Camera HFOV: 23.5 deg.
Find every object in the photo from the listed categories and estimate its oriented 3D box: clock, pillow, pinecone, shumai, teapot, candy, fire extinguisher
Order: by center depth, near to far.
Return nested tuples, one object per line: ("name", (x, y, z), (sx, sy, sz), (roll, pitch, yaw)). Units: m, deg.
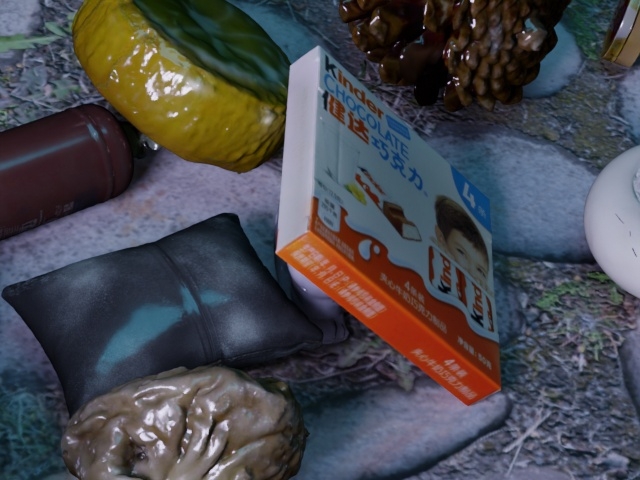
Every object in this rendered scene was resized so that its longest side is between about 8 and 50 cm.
("shumai", (-0.105, 0.204, 1.244), (0.206, 0.166, 0.175), (-17, 56, 16))
("pillow", (-0.146, 0.067, 1.400), (0.250, 0.106, 0.186), (-19, 50, -25))
("clock", (0.001, 0.000, 1.488), (0.080, 0.117, 0.176), (3, 44, -8))
("fire extinguisher", (-0.283, -0.072, 1.528), (0.344, 0.102, 0.138), (-24, 22, -30))
("teapot", (0.372, -0.042, 1.566), (0.208, 0.166, 0.299), (-8, 54, 13))
("candy", (-0.136, -0.179, 1.590), (0.260, 0.118, 0.260), (30, 23, -14))
("pinecone", (0.137, -0.272, 1.706), (0.264, 0.264, 0.264), (5, 45, -5))

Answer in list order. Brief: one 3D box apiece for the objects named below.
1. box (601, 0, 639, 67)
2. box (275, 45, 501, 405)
("box", (0.370, -0.258, 1.827), (0.037, 0.105, 0.105), (22, 45, 0))
("box", (0.069, -0.016, 1.456), (0.273, 0.048, 0.265), (38, 34, -31))
